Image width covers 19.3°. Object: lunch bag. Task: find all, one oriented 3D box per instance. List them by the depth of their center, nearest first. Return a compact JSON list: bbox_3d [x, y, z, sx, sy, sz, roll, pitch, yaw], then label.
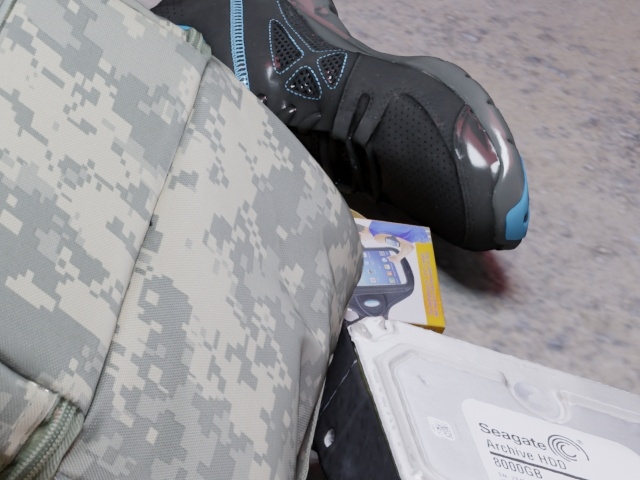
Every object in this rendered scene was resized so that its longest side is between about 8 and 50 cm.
[{"bbox_3d":[-0.109,0.057,0.863,0.256,0.212,0.305,33,41,-18],"label":"lunch bag"}]

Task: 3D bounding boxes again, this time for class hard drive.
[{"bbox_3d":[0.132,0.180,0.921,0.237,0.064,0.339,19,28,-24],"label":"hard drive"}]

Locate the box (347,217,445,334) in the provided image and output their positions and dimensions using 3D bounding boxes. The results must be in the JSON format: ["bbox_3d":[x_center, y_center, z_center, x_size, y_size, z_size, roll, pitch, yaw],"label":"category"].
[{"bbox_3d":[0.007,0.021,1.168,0.136,0.028,0.081,8,49,-18],"label":"box"}]

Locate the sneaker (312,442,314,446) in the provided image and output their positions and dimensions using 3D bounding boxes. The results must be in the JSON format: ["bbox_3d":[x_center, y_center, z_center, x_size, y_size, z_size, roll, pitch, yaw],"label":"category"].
[{"bbox_3d":[-0.039,0.037,1.082,0.192,0.086,0.064,32,34,22],"label":"sneaker"}]

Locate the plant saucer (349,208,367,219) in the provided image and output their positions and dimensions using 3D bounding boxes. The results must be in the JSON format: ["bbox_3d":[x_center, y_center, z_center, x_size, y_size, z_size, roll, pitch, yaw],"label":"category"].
[{"bbox_3d":[0.000,0.000,1.229,0.083,0.015,0.083,12,32,-8],"label":"plant saucer"}]

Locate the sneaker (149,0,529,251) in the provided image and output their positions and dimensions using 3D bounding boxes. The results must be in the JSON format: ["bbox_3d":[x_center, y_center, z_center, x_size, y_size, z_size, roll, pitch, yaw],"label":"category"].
[{"bbox_3d":[0.002,-0.079,1.287,0.140,0.125,0.341,-29,47,-28],"label":"sneaker"}]
